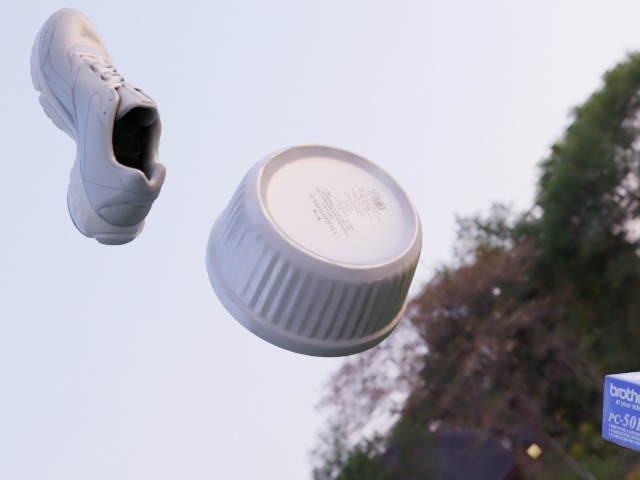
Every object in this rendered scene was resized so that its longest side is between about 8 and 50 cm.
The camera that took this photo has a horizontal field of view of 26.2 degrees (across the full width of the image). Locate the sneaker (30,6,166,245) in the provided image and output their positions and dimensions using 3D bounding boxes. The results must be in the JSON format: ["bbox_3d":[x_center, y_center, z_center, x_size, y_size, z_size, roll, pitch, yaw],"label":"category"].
[{"bbox_3d":[-0.206,-0.134,1.359,0.099,0.262,0.121,-2,-28,-39],"label":"sneaker"}]

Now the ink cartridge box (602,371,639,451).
[{"bbox_3d":[0.297,0.110,0.909,0.207,0.097,0.046,-3,-82,-31],"label":"ink cartridge box"}]

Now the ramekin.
[{"bbox_3d":[0.000,0.000,1.328,0.207,0.207,0.109,-32,-25,-42],"label":"ramekin"}]
